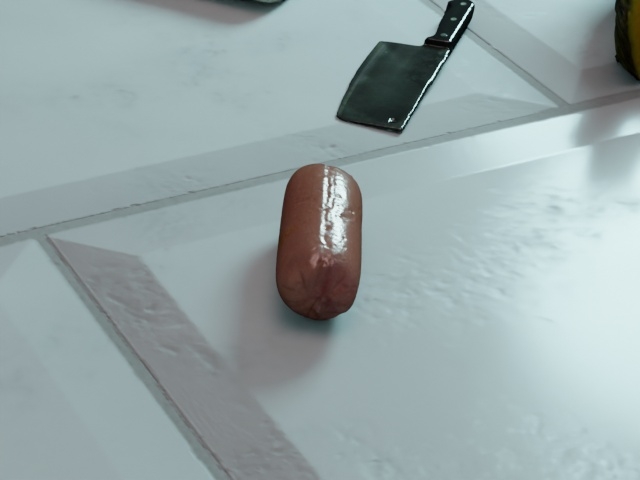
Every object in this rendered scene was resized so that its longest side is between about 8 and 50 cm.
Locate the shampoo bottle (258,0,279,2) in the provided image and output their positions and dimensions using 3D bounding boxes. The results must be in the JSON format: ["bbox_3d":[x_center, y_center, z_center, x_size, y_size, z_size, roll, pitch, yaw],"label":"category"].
[{"bbox_3d":[-0.124,-0.288,1.727,0.220,0.051,0.108,17,37,18],"label":"shampoo bottle"}]

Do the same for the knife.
[{"bbox_3d":[0.079,-0.165,1.594,0.072,0.019,0.245,13,36,16],"label":"knife"}]

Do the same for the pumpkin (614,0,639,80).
[{"bbox_3d":[0.367,-0.274,1.649,0.190,0.139,0.280,-1,42,7],"label":"pumpkin"}]

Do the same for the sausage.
[{"bbox_3d":[0.000,0.000,1.287,0.062,0.062,0.154,4,34,0],"label":"sausage"}]
